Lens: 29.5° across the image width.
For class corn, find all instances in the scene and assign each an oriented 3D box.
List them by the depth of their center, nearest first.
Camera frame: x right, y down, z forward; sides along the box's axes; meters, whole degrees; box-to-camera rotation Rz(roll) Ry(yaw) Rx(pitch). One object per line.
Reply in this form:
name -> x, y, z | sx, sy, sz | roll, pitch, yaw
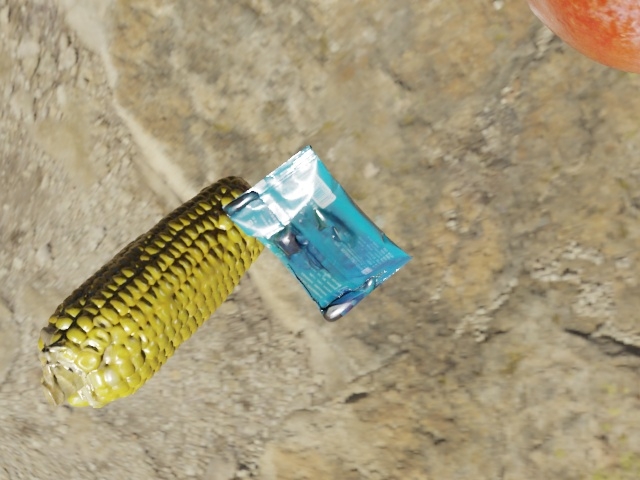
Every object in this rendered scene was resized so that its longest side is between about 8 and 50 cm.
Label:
corn -> -0.133, 0.041, 0.989 | 0.097, 0.097, 0.261 | 49, 55, -7

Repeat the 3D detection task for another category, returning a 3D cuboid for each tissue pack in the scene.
tissue pack -> 0.000, 0.000, 0.900 | 0.085, 0.028, 0.138 | -36, 126, 14

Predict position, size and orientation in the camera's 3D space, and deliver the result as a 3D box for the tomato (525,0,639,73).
tomato -> 0.221, -0.276, 0.991 | 0.144, 0.338, 0.338 | -18, 89, 3
